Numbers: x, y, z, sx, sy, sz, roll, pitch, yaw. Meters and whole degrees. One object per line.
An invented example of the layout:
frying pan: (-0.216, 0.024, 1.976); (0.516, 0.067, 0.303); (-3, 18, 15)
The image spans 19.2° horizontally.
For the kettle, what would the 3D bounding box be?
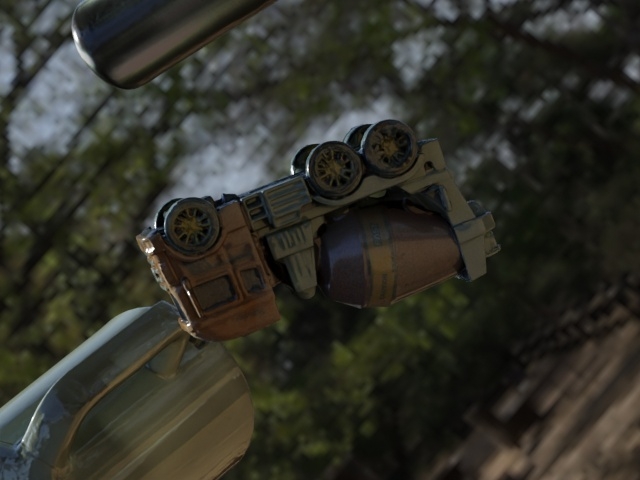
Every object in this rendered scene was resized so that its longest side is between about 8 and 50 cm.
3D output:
kettle: (-0.207, 0.205, 1.866); (0.265, 0.205, 0.318); (-28, 5, 35)

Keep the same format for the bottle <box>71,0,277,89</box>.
bottle: (-0.061, -0.192, 1.364); (0.254, 0.096, 0.079); (-30, -11, 21)

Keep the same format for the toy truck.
toy truck: (0.000, 0.000, 1.435); (0.257, 0.140, 0.108); (-22, 5, -8)
